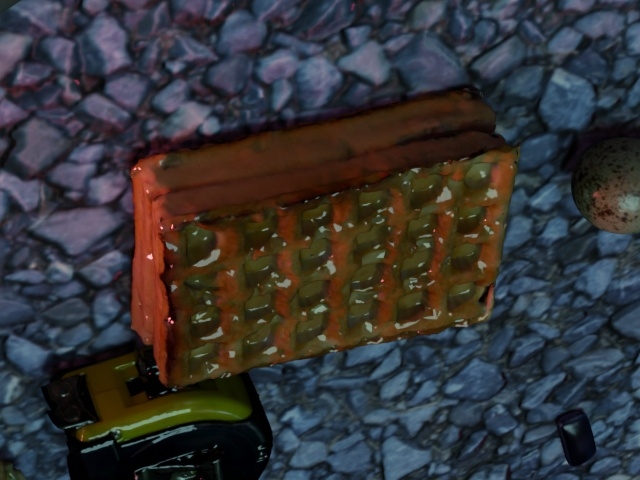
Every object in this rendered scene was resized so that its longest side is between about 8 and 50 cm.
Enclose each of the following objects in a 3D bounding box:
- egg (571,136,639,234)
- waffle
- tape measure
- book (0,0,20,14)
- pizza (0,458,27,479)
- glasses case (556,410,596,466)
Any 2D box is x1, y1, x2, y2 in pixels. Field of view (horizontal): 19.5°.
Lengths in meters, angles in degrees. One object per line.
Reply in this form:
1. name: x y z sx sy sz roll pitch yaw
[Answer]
1. egg: 0.267 -0.048 1.613 0.110 0.085 0.085 -9 139 -40
2. waffle: 0.000 -0.001 1.524 0.308 0.091 0.213 -13 137 -16
3. tape measure: -0.134 0.172 1.625 0.186 0.112 0.199 -19 140 -10
4. book: -0.284 -0.221 1.192 0.379 0.031 0.264 -31 139 7
5. pizza: -0.336 0.315 1.675 0.287 0.075 0.280 -66 161 10
6. glasses case: 0.267 0.208 1.929 0.033 0.023 0.083 -22 140 -1
